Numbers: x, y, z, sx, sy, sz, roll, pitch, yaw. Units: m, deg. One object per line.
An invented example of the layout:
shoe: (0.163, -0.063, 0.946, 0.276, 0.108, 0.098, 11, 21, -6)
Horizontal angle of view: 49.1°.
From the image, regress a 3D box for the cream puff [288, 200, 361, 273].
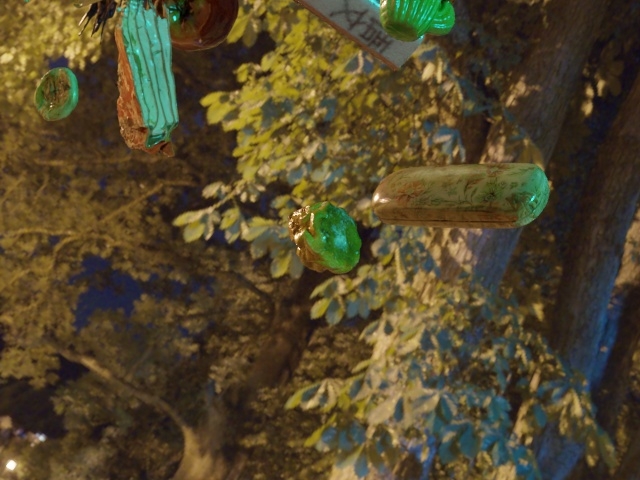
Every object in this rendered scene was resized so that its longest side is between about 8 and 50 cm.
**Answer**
cream puff: (0.000, 0.000, 1.347, 0.116, 0.146, 0.146, -15, -54, 40)

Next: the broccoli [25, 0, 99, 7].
broccoli: (-0.508, -0.609, 1.381, 0.293, 0.347, 0.281, -108, 177, -63)

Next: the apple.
apple: (-0.300, -0.554, 1.640, 0.234, 0.234, 0.234, 25, -30, 16)

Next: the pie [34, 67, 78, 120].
pie: (-0.387, -0.213, 1.023, 0.085, 0.085, 0.017, 18, 1, 28)

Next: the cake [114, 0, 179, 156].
cake: (-0.316, -0.292, 1.240, 0.135, 0.098, 0.287, 29, -57, 50)

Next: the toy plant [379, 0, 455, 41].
toy plant: (0.147, -0.439, 1.135, 0.154, 0.240, 0.088, -4, -6, -23)

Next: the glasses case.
glasses case: (0.303, -0.102, 1.582, 0.425, 0.156, 0.098, 3, -38, 42)

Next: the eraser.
eraser: (0.056, -0.553, 1.505, 0.359, 0.272, 0.122, 32, -52, -16)

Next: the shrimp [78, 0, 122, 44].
shrimp: (-0.499, -0.633, 1.654, 0.116, 0.343, 0.145, 18, -6, -13)
